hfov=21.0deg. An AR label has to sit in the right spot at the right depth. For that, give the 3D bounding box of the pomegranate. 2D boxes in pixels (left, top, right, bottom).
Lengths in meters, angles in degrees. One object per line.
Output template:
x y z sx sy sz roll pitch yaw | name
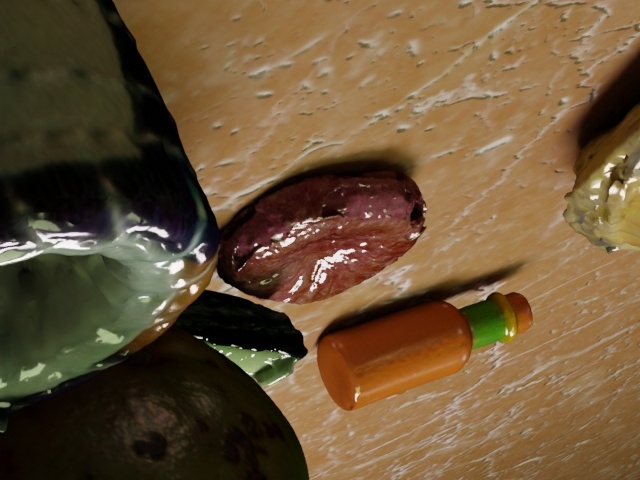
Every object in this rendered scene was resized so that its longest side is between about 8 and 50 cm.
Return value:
-0.132 0.196 0.914 0.291 0.323 0.291 -1 180 0 | pomegranate

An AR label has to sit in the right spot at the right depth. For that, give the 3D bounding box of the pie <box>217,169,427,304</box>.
0.000 0.000 1.137 0.153 0.038 0.153 -21 159 -8 | pie

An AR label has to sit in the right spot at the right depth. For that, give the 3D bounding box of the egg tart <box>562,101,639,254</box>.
0.341 -0.070 1.223 0.352 0.150 0.352 -26 162 -9 | egg tart

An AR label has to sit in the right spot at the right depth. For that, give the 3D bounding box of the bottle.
0.092 0.084 1.429 0.187 0.069 0.069 -16 159 -22 | bottle

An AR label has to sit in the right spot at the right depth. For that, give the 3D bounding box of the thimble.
-0.168 -0.015 0.726 0.237 0.150 0.237 -20 158 -9 | thimble

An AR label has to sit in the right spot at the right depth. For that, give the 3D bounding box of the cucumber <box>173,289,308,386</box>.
-0.120 0.068 1.109 0.193 0.085 0.115 5 144 -45 | cucumber
